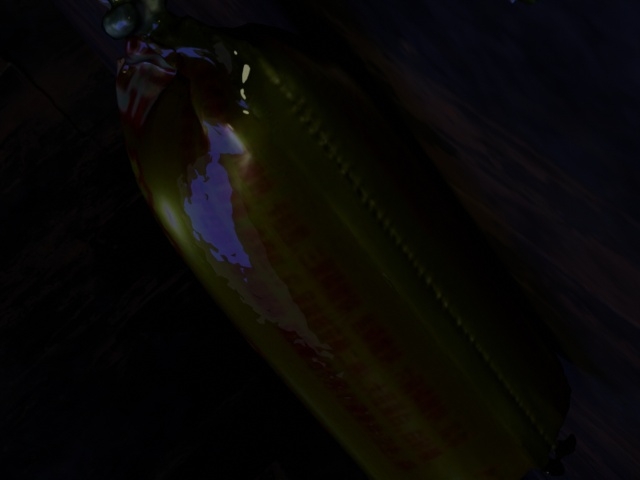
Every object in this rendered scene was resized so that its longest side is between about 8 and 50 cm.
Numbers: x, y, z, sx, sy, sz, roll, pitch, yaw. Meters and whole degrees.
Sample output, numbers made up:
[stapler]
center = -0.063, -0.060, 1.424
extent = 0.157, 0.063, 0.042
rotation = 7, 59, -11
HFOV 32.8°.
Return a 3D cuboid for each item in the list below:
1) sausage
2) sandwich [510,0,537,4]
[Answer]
[sausage]
center = 0.000, 0.001, 0.493
extent = 0.317, 0.117, 0.125
rotation = 50, 180, -31
[sandwich]
center = 0.024, -0.085, 0.193
extent = 0.101, 0.026, 0.069
rotation = 46, 171, -10
